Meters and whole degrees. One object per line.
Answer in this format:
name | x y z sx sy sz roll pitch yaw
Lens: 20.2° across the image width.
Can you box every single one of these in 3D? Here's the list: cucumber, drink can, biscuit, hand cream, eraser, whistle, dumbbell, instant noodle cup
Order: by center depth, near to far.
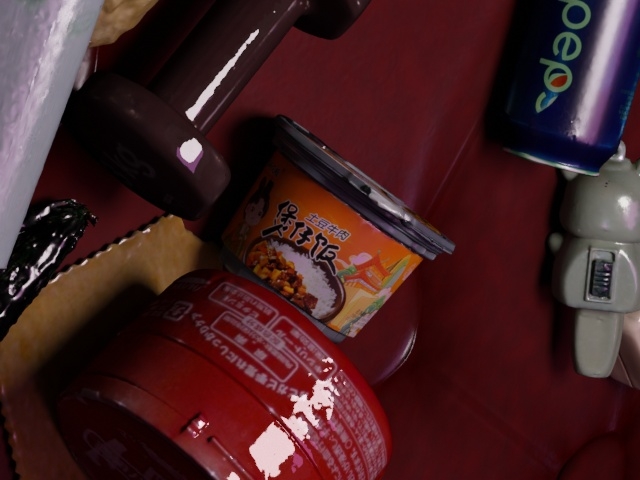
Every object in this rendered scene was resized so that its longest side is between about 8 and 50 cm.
eraser | -0.240 -0.113 1.115 0.174 0.081 0.227 20 93 -17
cucumber | -0.225 0.038 1.265 0.181 0.053 0.053 -51 138 -22
dumbbell | -0.071 -0.134 1.290 0.124 0.140 0.225 39 72 -6
hand cream | -0.069 0.142 1.331 0.149 0.230 0.230 -47 136 -24
biscuit | -0.152 0.108 1.404 0.232 0.013 0.237 -31 128 -36
instant noodle cup | 0.000 0.000 1.424 0.125 0.177 0.208 -52 176 4
drink can | 0.236 -0.166 1.638 0.118 0.118 0.205 7 100 -50
whistle | 0.284 0.018 1.787 0.106 0.102 0.253 -20 118 -46

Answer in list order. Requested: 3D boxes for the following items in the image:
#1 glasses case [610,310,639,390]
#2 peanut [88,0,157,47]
glasses case | 0.416 0.003 1.948 0.336 0.076 0.144 -51 138 -20
peanut | -0.124 -0.233 1.210 0.095 0.108 0.226 33 79 -59
